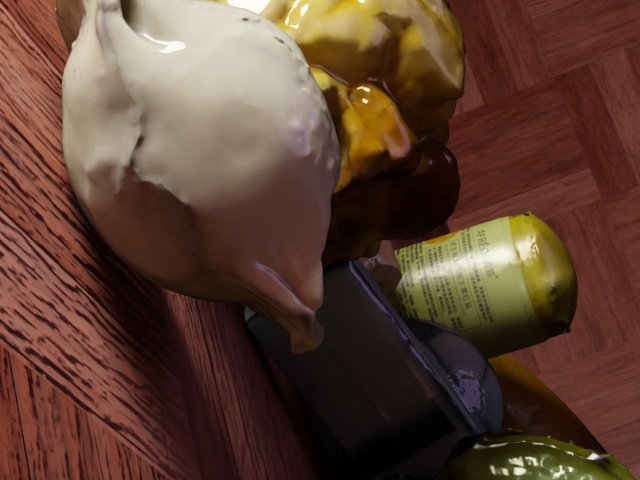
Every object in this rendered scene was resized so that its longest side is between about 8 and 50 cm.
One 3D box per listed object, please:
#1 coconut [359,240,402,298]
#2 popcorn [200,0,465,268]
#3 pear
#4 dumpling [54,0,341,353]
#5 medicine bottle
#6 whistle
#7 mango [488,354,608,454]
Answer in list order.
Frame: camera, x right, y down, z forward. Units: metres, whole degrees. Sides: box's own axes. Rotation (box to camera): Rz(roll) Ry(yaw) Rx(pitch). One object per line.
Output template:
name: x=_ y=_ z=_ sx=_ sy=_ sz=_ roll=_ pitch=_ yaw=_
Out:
coconut: x=0.000 y=0.000 z=1.361 sx=0.116 sy=0.116 sz=0.122 roll=47 pitch=21 yaw=-69
popcorn: x=-0.019 y=-0.115 z=1.154 sx=0.265 sy=0.225 sz=0.332 roll=48 pitch=0 yaw=-42
pear: x=0.155 y=0.259 z=1.267 sx=0.164 sy=0.238 sz=0.255 roll=66 pitch=8 yaw=27
dumpling: x=-0.078 y=-0.052 z=0.936 sx=0.258 sy=0.147 sz=0.193 roll=61 pitch=-21 yaw=-13
medicine bottle: x=0.106 y=0.057 z=1.441 sx=0.124 sy=0.238 sz=0.124 roll=-17 pitch=90 yaw=-82
whistle: x=0.053 y=0.112 z=1.313 sx=0.290 sy=0.163 sz=0.163 roll=54 pitch=13 yaw=-21
mango: x=0.197 y=0.266 z=1.611 sx=0.378 sy=0.221 sz=0.264 roll=61 pitch=12 yaw=3
